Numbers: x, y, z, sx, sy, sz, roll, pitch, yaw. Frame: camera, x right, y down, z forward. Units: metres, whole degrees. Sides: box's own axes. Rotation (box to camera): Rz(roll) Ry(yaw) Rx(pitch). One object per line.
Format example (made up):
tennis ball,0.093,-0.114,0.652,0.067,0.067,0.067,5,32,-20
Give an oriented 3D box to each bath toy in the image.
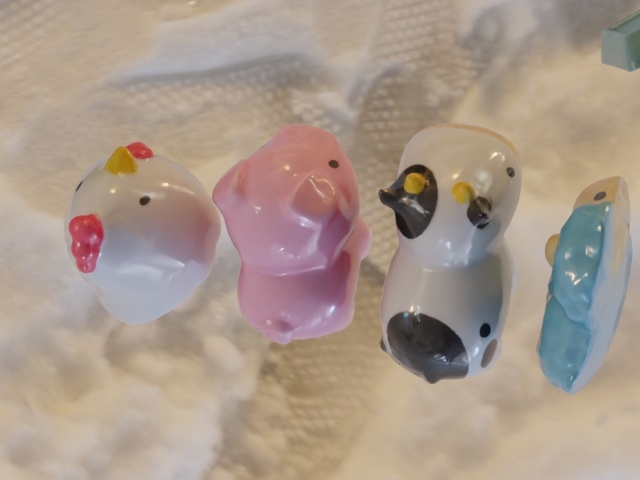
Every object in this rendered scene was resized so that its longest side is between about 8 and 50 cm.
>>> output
bath toy,0.000,0.000,0.952,0.348,0.129,0.151,6,90,19

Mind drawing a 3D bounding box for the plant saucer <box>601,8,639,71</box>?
plant saucer,0.218,-0.133,0.754,0.192,0.067,0.018,-28,100,3
